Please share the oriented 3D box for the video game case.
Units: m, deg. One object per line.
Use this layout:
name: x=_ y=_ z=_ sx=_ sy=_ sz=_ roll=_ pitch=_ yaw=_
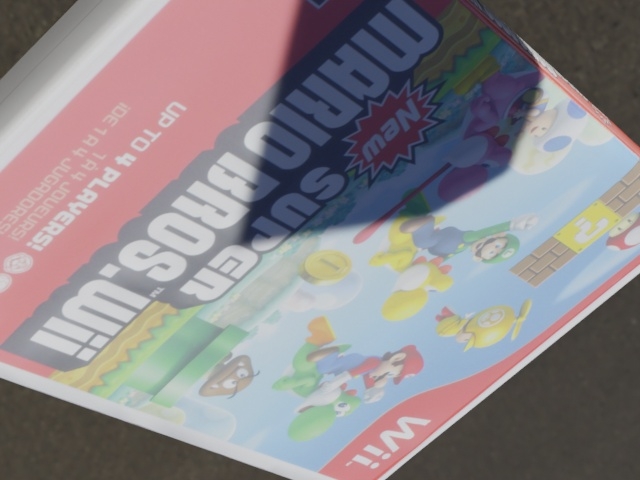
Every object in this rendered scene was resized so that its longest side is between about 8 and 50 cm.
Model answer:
video game case: x=0.000 y=0.000 z=0.509 sx=0.204 sy=0.025 sz=0.285 roll=-42 pitch=140 yaw=16
